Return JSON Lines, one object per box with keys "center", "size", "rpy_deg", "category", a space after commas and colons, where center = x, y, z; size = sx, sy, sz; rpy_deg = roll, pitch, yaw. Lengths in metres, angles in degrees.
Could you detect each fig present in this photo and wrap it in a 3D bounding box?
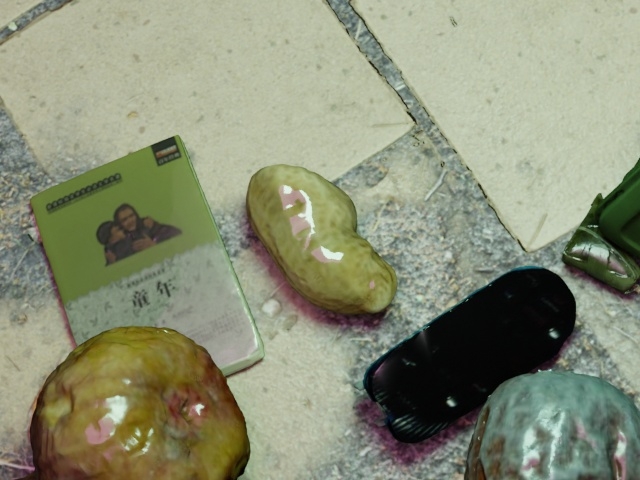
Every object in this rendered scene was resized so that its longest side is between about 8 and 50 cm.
{"center": [-0.287, 0.263, 1.867], "size": [0.369, 0.286, 0.286], "rpy_deg": [-18, 66, 34], "category": "fig"}

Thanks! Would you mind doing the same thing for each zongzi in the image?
{"center": [0.391, 0.003, 1.946], "size": [0.109, 0.055, 0.119], "rpy_deg": [29, 65, 13], "category": "zongzi"}

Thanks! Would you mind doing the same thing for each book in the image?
{"center": [-0.243, 0.048, 2.016], "size": [0.239, 0.035, 0.352], "rpy_deg": [-23, 70, 1], "category": "book"}

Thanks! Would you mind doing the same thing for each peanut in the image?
{"center": [0.000, 0.000, 1.958], "size": [0.137, 0.122, 0.253], "rpy_deg": [-28, 72, -14], "category": "peanut"}

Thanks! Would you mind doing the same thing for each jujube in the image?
{"center": [0.294, 0.320, 1.760], "size": [0.246, 0.215, 0.308], "rpy_deg": [10, 71, -15], "category": "jujube"}

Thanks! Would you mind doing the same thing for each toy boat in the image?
{"center": [0.188, 0.135, 1.904], "size": [0.299, 0.092, 0.134], "rpy_deg": [-31, 104, -13], "category": "toy boat"}

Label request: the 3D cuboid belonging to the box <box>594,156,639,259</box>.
{"center": [0.517, -0.073, 1.805], "size": [0.253, 0.328, 0.178], "rpy_deg": [31, 63, -4], "category": "box"}
